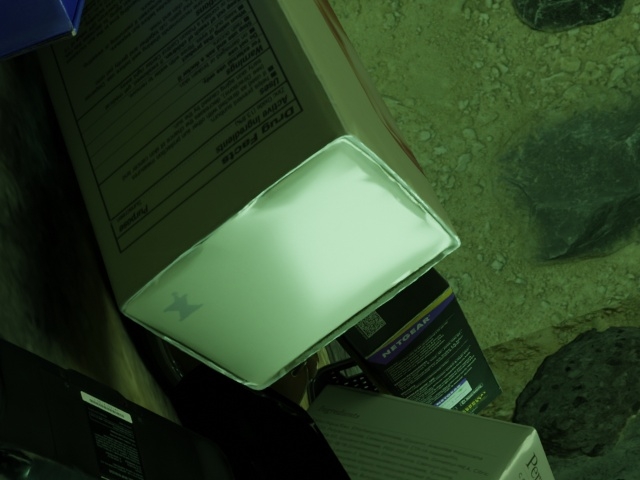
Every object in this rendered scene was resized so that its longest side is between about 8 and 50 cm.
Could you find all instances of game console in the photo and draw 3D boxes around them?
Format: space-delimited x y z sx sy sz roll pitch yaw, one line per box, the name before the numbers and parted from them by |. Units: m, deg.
game console | -0.056 0.126 0.677 0.361 0.044 0.213 37 17 -49

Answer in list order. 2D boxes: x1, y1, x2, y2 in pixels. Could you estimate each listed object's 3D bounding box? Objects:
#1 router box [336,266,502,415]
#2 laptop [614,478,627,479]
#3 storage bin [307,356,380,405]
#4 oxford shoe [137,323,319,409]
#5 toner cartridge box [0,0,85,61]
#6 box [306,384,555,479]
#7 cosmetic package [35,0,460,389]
router box | 0.000 0.000 1.106 0.309 0.081 0.243 49 -4 28
laptop | 0.144 0.301 0.841 0.136 0.264 0.234 13 -70 50
storage bin | 0.065 0.190 1.320 0.180 0.122 0.084 -100 168 -53
oxford shoe | -0.054 0.066 0.899 0.083 0.096 0.227 -93 160 -61
toner cartridge box | -0.215 -0.265 0.673 0.165 0.075 0.348 -98 167 -61
box | 0.072 0.214 0.986 0.119 0.182 0.181 -49 129 -33
cosmetic package | -0.059 -0.085 0.807 0.129 0.153 0.296 39 21 -47
